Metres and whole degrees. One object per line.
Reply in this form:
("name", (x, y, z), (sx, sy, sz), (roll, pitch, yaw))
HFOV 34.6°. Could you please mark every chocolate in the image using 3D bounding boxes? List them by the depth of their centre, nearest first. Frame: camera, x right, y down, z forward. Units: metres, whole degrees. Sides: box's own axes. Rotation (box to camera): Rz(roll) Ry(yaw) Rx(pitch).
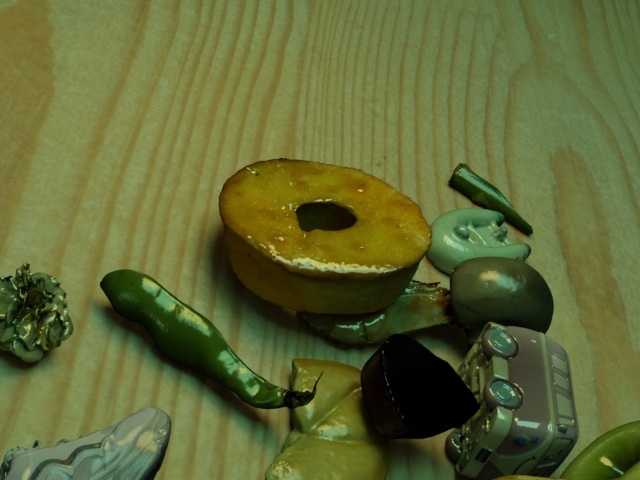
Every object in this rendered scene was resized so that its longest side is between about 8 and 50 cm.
("chocolate", (0.112, 0.205, 1.288), (0.148, 0.080, 0.125), (35, 45, -11))

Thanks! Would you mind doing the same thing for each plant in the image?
("plant", (-0.338, 0.074, 1.187), (0.104, 0.122, 0.116), (-32, 74, -36))

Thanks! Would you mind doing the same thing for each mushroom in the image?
("mushroom", (0.275, 0.090, 1.507), (0.188, 0.117, 0.141), (23, 52, -41))

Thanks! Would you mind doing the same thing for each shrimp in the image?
("shrimp", (0.101, 0.087, 1.495), (0.294, 0.062, 0.154), (1, 40, -29))

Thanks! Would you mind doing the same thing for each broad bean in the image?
("broad bean", (-0.142, 0.122, 1.266), (0.317, 0.098, 0.056), (25, 28, 14))

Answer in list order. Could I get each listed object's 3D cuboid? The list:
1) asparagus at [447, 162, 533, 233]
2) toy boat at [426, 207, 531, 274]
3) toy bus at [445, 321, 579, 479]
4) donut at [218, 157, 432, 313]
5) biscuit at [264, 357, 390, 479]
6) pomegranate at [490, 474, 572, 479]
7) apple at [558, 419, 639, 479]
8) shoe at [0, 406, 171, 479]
("asparagus", (0.308, -0.072, 1.821), (0.178, 0.041, 0.045), (34, 46, 5))
("toy boat", (0.260, -0.004, 1.685), (0.207, 0.079, 0.134), (-7, 53, -40))
("toy bus", (0.256, 0.224, 1.367), (0.142, 0.142, 0.203), (21, 37, -9))
("donut", (0.000, 0.000, 1.448), (0.302, 0.110, 0.303), (9, 32, -6))
("biscuit", (0.012, 0.260, 1.252), (0.154, 0.045, 0.299), (25, 38, -8))
("pomegranate", (0.206, 0.393, 1.007), (0.332, 0.333, 0.333), (17, 39, -15))
("apple", (0.411, 0.348, 1.228), (0.279, 0.279, 0.279), (17, 39, -15))
("shoe", (-0.256, 0.246, 1.058), (0.137, 0.095, 0.245), (35, 44, 4))
